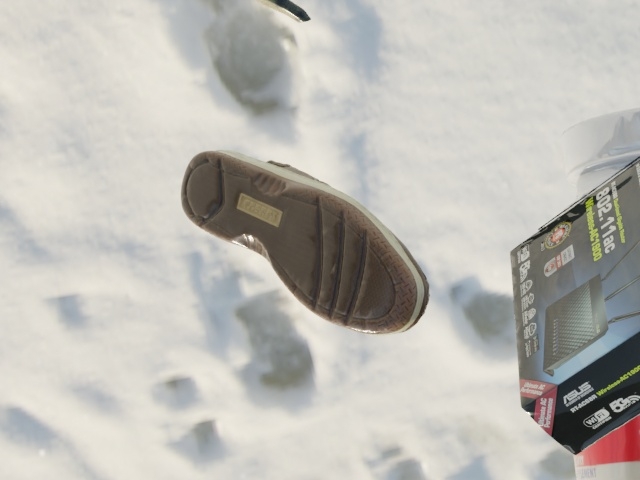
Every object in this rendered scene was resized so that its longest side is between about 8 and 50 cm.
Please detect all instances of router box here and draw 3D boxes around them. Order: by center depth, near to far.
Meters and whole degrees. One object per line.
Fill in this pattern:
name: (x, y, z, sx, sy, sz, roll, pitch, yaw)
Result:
router box: (0.132, 0.024, 0.667, 0.092, 0.122, 0.038, -38, 115, 25)

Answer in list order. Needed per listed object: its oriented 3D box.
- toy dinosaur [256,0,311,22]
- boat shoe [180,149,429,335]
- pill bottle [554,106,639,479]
toy dinosaur: (-0.104, -0.277, 1.129, 0.118, 0.064, 0.268, -2, 120, 36)
boat shoe: (0.003, -0.007, 1.211, 0.095, 0.257, 0.095, 1, 118, -50)
pill bottle: (0.361, 0.075, 1.562, 0.229, 0.408, 0.229, -5, 170, -1)
